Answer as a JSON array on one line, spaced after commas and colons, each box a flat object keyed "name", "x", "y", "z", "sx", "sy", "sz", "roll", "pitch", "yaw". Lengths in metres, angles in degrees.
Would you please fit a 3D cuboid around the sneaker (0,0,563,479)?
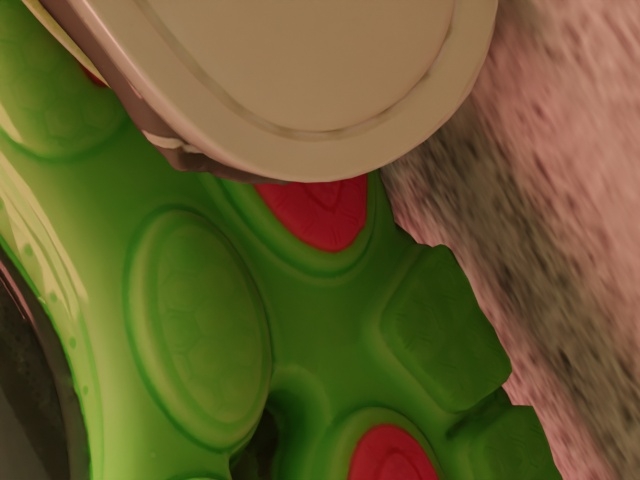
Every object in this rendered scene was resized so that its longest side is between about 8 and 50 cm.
[{"name": "sneaker", "x": -0.066, "y": 0.052, "z": 0.495, "sx": 0.202, "sy": 0.185, "sz": 0.483, "roll": -29, "pitch": 73, "yaw": 51}]

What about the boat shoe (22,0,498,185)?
[{"name": "boat shoe", "x": -0.072, "y": -0.146, "z": 0.364, "sx": 0.305, "sy": 0.109, "sz": 0.091, "roll": 59, "pitch": 168, "yaw": -9}]
